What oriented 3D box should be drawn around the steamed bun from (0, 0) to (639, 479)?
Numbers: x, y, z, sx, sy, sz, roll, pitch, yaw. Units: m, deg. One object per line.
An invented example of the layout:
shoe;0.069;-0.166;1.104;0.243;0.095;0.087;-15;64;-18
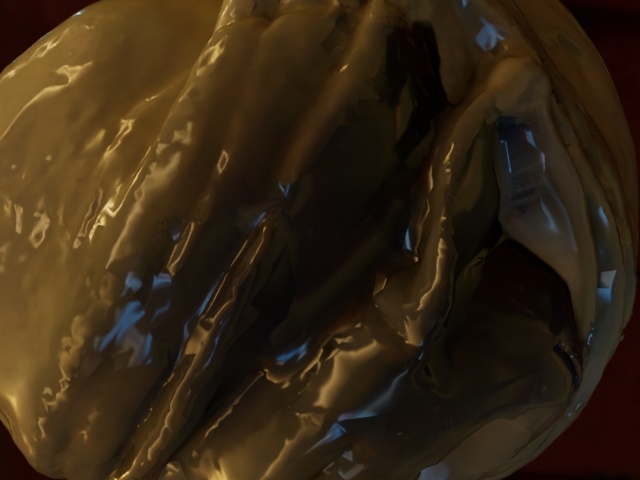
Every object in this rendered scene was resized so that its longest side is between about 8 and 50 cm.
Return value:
steamed bun;0.000;0.000;0.763;0.275;0.320;0.206;61;171;-25
